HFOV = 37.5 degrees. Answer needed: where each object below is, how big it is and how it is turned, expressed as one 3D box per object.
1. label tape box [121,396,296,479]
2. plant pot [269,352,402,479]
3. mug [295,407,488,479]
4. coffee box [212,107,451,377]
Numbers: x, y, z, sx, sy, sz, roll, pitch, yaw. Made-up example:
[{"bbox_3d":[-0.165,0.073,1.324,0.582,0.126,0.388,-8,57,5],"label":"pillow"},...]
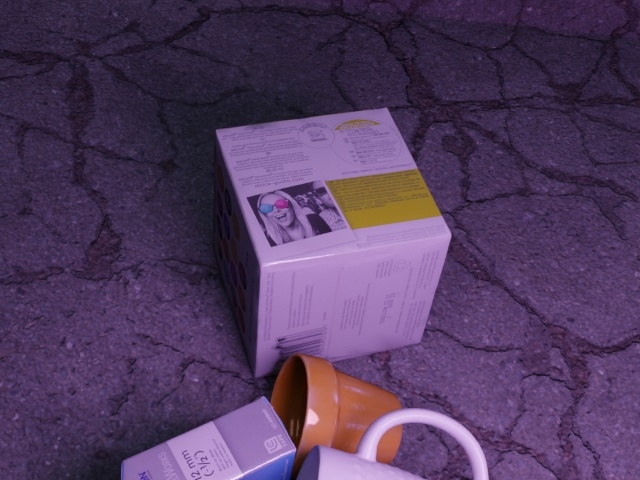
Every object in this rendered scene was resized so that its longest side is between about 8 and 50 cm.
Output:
[{"bbox_3d":[-0.218,0.403,1.423,0.347,0.249,0.115,-19,55,-23],"label":"label tape box"},{"bbox_3d":[0.028,0.308,1.592,0.187,0.205,0.205,13,47,-19],"label":"plant pot"},{"bbox_3d":[0.124,0.436,1.401,0.327,0.276,0.374,18,76,-5],"label":"mug"},{"bbox_3d":[0.000,0.000,1.739,0.338,0.338,0.334,-10,52,-16],"label":"coffee box"}]
